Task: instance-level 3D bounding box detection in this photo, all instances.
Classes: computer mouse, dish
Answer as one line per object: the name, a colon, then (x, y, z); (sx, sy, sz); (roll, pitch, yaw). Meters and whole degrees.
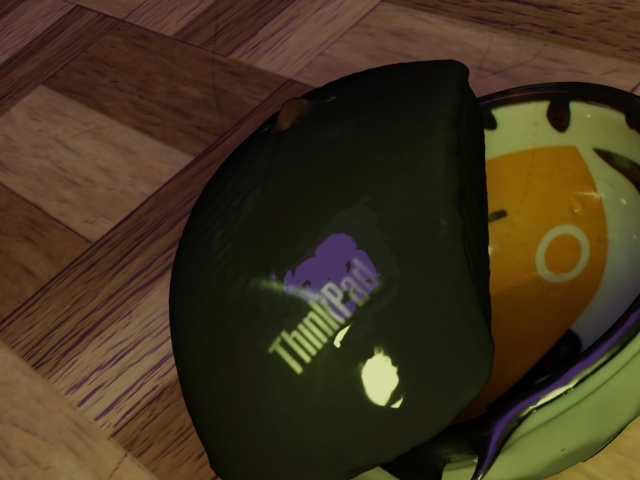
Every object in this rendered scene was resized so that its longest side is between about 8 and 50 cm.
computer mouse: (0.000, 0.000, 0.754); (0.170, 0.100, 0.269); (-19, 35, 19)
dish: (0.099, 0.044, 0.810); (0.303, 0.120, 0.303); (-22, 35, 17)
